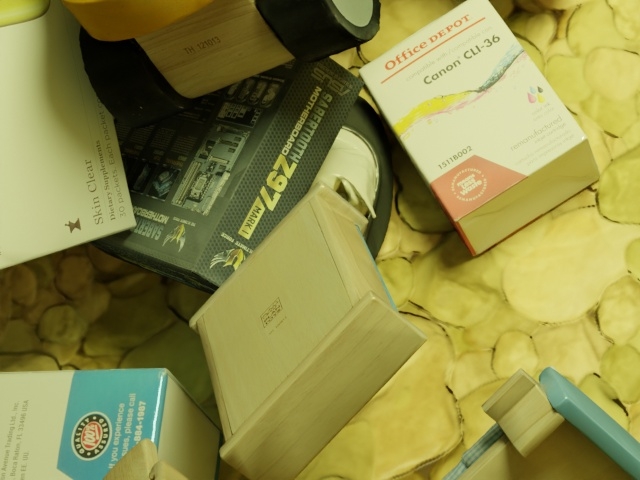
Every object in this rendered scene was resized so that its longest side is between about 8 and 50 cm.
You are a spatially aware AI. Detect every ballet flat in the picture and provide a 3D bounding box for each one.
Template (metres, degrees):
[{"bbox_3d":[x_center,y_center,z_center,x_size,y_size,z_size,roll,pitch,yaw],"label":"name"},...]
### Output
[{"bbox_3d":[0.000,0.000,1.453,0.095,0.096,0.280,9,67,3],"label":"ballet flat"}]

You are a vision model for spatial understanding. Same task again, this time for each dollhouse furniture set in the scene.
[{"bbox_3d":[0.047,0.167,1.318,0.286,0.303,0.198,-47,21,11],"label":"dollhouse furniture set"}]

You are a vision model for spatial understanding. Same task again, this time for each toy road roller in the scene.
[{"bbox_3d":[-0.083,-0.262,1.375,0.202,0.240,0.329,-18,38,27],"label":"toy road roller"}]

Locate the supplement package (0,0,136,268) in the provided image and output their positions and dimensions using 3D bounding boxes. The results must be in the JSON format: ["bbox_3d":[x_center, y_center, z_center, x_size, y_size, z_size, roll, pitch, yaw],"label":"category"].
[{"bbox_3d":[-0.271,-0.117,1.439,0.145,0.262,0.204,-20,13,-37],"label":"supplement package"}]

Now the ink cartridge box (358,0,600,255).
[{"bbox_3d":[0.108,-0.102,1.485,0.115,0.067,0.198,-33,58,1],"label":"ink cartridge box"}]

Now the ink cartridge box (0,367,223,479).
[{"bbox_3d":[-0.243,0.218,1.410,0.307,0.129,0.223,-3,64,18],"label":"ink cartridge box"}]

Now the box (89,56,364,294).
[{"bbox_3d":[-0.086,-0.062,1.467,0.232,0.059,0.183,15,75,58],"label":"box"}]
